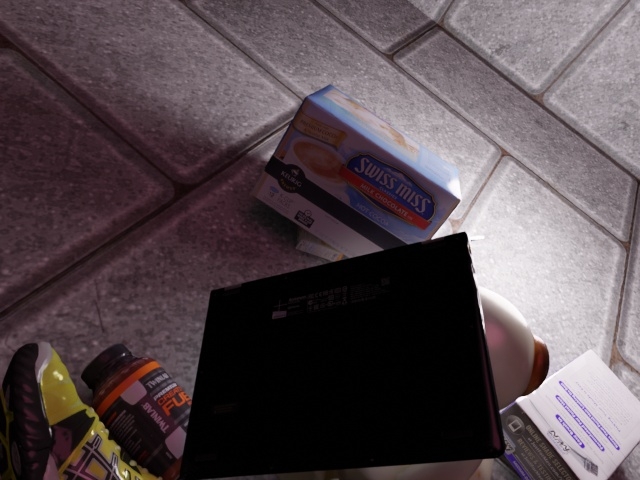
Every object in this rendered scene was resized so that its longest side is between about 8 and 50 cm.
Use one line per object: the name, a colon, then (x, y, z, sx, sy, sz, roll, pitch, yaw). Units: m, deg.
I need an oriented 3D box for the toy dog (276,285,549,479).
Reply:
toy dog: (0.158, 0.227, 0.761, 0.284, 0.396, 0.408, 36, 51, 17)

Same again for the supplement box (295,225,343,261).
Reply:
supplement box: (0.000, 0.000, 1.080, 0.098, 0.036, 0.062, 20, 47, -17)

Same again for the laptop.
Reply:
laptop: (0.054, 0.138, 0.739, 0.236, 0.381, 0.408, 51, 32, -46)

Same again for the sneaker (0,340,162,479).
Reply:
sneaker: (-0.285, 0.304, 0.626, 0.147, 0.145, 0.385, -11, 71, -44)

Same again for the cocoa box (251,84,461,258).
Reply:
cocoa box: (0.083, -0.124, 1.053, 0.347, 0.228, 0.231, 33, 26, -2)

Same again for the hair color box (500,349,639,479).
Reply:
hair color box: (0.494, 0.358, 0.999, 0.338, 0.110, 0.185, -9, 53, -42)

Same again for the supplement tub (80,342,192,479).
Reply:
supplement tub: (-0.240, 0.236, 0.709, 0.198, 0.106, 0.106, 44, 46, 7)
